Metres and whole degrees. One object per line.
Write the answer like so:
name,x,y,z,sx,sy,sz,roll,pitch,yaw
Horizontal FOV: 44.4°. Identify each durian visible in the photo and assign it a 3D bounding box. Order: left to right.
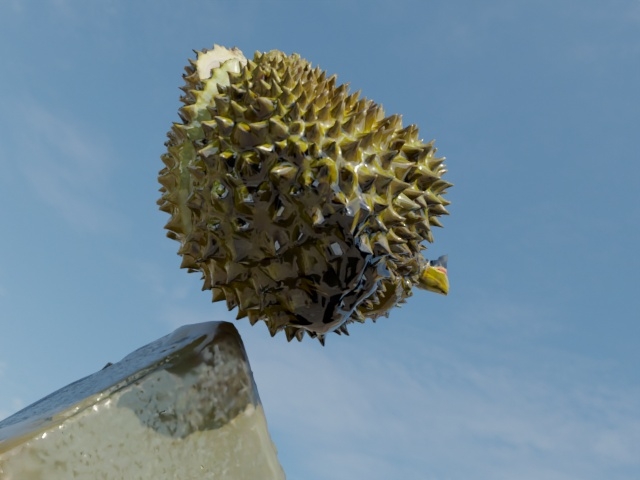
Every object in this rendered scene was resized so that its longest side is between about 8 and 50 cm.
durian,-0.099,-0.148,1.050,0.249,0.183,0.138,43,-35,-22
durian,0.000,0.000,0.517,0.237,0.138,0.193,27,-60,-19

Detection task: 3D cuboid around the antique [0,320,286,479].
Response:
antique,-0.170,0.162,0.486,0.125,0.284,0.150,-22,-94,51
